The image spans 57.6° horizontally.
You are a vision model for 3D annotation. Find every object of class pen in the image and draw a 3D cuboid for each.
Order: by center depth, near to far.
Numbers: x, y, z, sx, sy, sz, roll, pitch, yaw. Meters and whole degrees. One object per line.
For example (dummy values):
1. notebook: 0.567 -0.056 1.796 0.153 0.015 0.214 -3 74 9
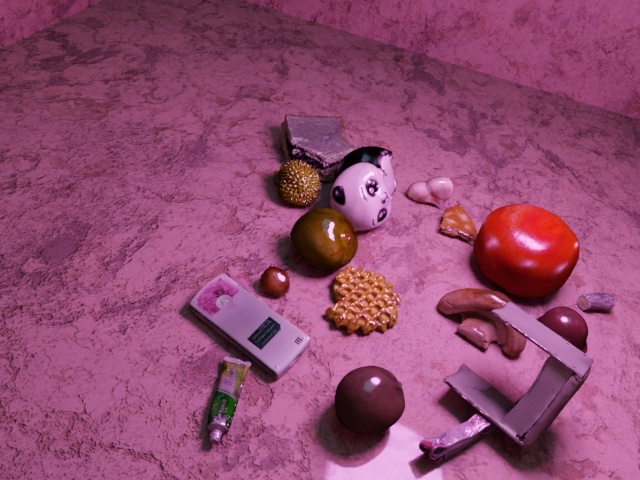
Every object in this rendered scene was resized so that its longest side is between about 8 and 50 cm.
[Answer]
1. pen: -0.226 0.157 1.707 0.053 0.032 0.197 -18 52 -31

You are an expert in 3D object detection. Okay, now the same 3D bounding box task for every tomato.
1. tomato: 0.676 0.033 1.923 0.325 0.293 0.290 33 58 14

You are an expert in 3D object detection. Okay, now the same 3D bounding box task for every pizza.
1. pizza: 0.497 -0.052 2.136 0.161 0.062 0.182 -5 48 -30

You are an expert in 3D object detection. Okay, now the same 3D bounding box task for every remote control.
1. remote control: -0.199 0.228 1.599 0.344 0.050 0.145 34 60 22

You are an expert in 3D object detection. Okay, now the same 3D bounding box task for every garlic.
1. garlic: 0.420 -0.189 2.229 0.175 0.124 0.099 -9 55 13

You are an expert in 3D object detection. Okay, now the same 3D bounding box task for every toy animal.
1. toy animal: 0.145 -0.170 2.046 0.251 0.250 0.310 21 40 8

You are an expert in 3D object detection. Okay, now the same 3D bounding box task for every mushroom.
1. mushroom: 0.501 0.217 1.750 0.286 0.151 0.156 32 42 21
2. mushroom: -0.144 0.110 1.755 0.088 0.072 0.129 -28 43 4

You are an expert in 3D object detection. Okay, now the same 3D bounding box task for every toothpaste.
1. toothpaste: -0.230 0.386 1.432 0.078 0.046 0.247 14 38 -2

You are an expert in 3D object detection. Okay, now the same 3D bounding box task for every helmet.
1. helmet: 0.766 0.270 1.803 0.175 0.106 0.155 39 46 21

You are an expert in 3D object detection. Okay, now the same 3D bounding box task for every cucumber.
1. cucumber: 0.922 0.203 1.952 0.112 0.064 0.064 2 41 -12

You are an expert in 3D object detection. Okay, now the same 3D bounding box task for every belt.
1. belt: 0.344 0.494 1.455 0.232 0.071 0.053 -12 40 -31

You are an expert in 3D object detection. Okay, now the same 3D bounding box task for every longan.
1. longan: 0.119 0.390 1.432 0.189 0.189 0.189 8 41 -7

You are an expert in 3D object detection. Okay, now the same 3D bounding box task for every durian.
1. durian: -0.077 -0.213 2.086 0.159 0.146 0.198 0 46 -19

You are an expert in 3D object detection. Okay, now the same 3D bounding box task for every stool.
1. stool: 0.510 0.340 1.504 0.270 0.243 0.170 37 21 25

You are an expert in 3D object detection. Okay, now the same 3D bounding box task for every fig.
1. fig: 0.000 0.000 1.851 0.225 0.202 0.203 -3 29 35

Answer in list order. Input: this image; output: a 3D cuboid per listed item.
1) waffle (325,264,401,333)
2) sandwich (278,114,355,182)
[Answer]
1. waffle: 0.120 0.175 1.766 0.249 0.056 0.253 -7 46 -23
2. sandwich: -0.009 -0.368 2.296 0.263 0.131 0.325 0 43 -18
